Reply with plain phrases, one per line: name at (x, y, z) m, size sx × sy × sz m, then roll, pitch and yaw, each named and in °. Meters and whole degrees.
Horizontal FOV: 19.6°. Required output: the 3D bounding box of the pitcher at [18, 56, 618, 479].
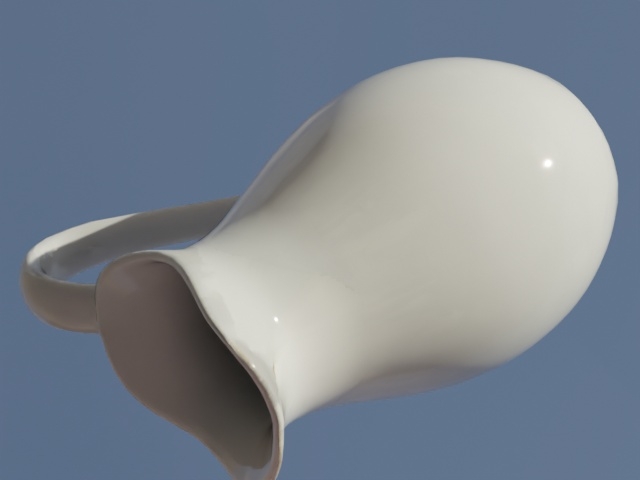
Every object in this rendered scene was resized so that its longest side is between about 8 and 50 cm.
pitcher at (0.000, 0.000, 0.734) m, size 0.177 × 0.207 × 0.125 m, roll 25°, pitch -47°, yaw 42°
